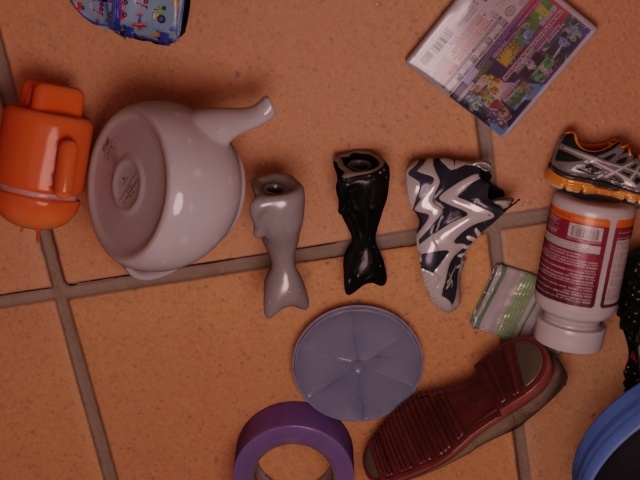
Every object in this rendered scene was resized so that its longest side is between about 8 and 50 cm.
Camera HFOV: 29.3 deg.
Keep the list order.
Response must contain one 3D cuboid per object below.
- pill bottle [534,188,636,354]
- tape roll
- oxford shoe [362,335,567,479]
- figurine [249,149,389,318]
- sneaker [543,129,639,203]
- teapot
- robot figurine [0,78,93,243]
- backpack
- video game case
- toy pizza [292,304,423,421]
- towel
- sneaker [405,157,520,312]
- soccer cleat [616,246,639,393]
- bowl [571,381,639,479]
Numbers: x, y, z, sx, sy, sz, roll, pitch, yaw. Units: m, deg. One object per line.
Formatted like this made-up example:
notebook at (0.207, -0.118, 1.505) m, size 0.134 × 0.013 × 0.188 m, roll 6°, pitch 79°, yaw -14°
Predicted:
pill bottle at (0.375, 0.044, 1.767) m, size 0.121 × 0.121 × 0.221 m, roll 7°, pitch 107°, yaw -2°
tape roll at (-0.041, 0.353, 1.924) m, size 0.189 × 0.080 × 0.188 m, roll 0°, pitch 112°, yaw 1°
oxford shoe at (0.225, 0.282, 1.868) m, size 0.348 × 0.123 × 0.130 m, roll -33°, pitch 141°, yaw 19°
figurine at (0.000, 0.000, 1.751) m, size 0.215 × 0.092 × 0.209 m, roll -16°, pitch 119°, yaw -21°
sneaker at (0.430, -0.102, 1.741) m, size 0.215 × 0.084 × 0.083 m, roll 8°, pitch 104°, yaw -4°
teapot at (-0.193, -0.069, 1.702) m, size 0.187 × 0.256 × 0.252 m, roll 2°, pitch 88°, yaw -42°
robot figurine at (-0.388, -0.110, 1.705) m, size 0.158 × 0.128 × 0.219 m, roll 13°, pitch 96°, yaw 15°
backpack at (-0.259, -0.347, 1.629) m, size 0.173 × 0.117 × 0.158 m, roll 12°, pitch 110°, yaw -1°
video game case at (0.251, -0.272, 1.704) m, size 0.183 × 0.023 × 0.201 m, roll 36°, pitch 107°, yaw -13°
toy pizza at (0.057, 0.187, 1.882) m, size 0.201 × 0.032 × 0.201 m, roll 0°, pitch 112°, yaw -1°
towel at (0.315, 0.107, 1.853) m, size 0.152 × 0.023 × 0.113 m, roll 19°, pitch 111°, yaw -7°
sneaker at (0.217, -0.013, 1.768) m, size 0.153 × 0.094 × 0.234 m, roll -8°, pitch 101°, yaw 13°
soccer cleat at (0.516, 0.146, 1.832) m, size 0.117 × 0.108 × 0.318 m, roll -13°, pitch 114°, yaw -7°
bowl at (0.560, 0.319, 1.837) m, size 0.391 × 0.077 × 0.391 m, roll -10°, pitch 132°, yaw -11°
